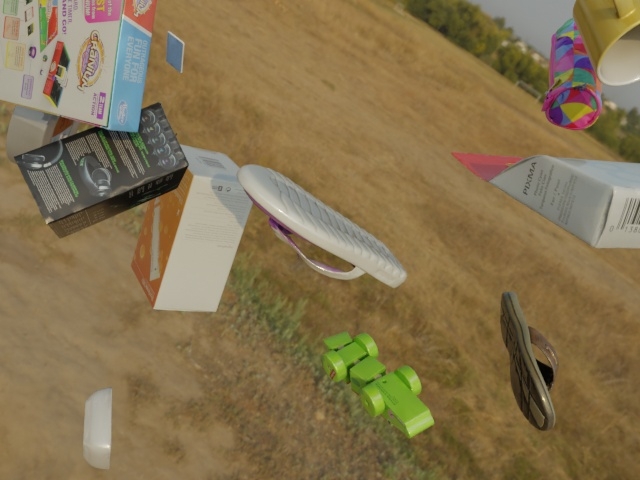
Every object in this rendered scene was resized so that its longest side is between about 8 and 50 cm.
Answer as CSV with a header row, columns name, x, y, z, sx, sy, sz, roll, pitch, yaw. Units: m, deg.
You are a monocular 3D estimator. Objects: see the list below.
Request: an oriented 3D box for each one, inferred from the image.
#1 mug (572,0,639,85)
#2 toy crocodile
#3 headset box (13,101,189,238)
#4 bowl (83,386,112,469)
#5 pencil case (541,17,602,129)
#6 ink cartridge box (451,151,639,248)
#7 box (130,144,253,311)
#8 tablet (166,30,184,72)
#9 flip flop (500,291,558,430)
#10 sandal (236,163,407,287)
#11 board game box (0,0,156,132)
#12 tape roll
name,x,y,z,sx,sy,sz,roll,pitch,yaw
mug,0.205,-0.155,0.441,0.062,0.078,0.064,-13,60,-5
toy crocodile,0.106,0.295,1.371,0.115,0.105,0.340,-26,37,-25
headset box,-0.394,-0.129,1.231,0.131,0.283,0.246,65,-17,-2
bowl,-0.444,0.375,1.302,0.053,0.142,0.142,3,55,-18
pencil case,0.464,-0.307,1.193,0.104,0.104,0.236,30,51,-11
ink cartridge box,0.428,-0.102,1.001,0.308,0.091,0.385,0,25,-20
box,-0.313,-0.030,1.582,0.168,0.345,0.215,7,23,-35
tablet,-0.329,-0.425,1.476,0.054,0.083,0.006,40,51,16
flip flop,0.390,0.210,1.198,0.080,0.112,0.277,-2,45,0
sandal,0.005,0.008,1.143,0.416,0.102,0.169,31,16,-38
board game box,-0.407,-0.318,1.028,0.316,0.242,0.064,17,12,26
tape roll,-0.584,-0.253,1.397,0.072,0.219,0.219,22,24,-7
